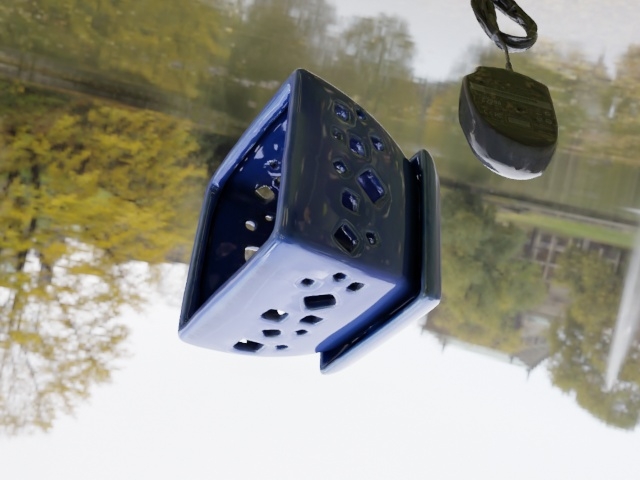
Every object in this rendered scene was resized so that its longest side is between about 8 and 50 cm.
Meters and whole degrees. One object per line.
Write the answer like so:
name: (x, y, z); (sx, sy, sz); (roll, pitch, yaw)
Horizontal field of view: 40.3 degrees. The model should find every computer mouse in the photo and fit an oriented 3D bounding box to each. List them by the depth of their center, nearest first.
computer mouse: (0.134, -0.122, 0.657); (0.071, 0.041, 0.242); (15, -138, -5)

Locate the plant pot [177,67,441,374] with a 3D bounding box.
plant pot: (0.000, 0.000, 0.937); (0.212, 0.236, 0.236); (23, 139, -23)
